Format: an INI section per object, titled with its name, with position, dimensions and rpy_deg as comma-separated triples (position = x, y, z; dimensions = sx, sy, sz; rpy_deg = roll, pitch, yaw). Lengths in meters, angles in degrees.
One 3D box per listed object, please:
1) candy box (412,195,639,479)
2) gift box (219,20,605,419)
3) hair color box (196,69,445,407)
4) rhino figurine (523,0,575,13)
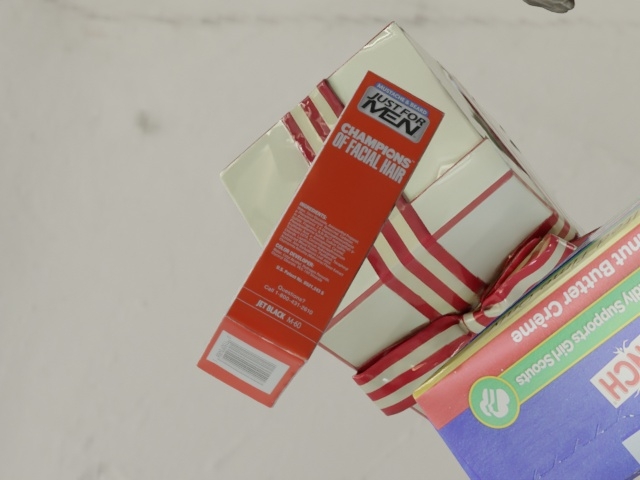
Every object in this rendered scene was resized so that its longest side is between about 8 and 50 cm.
[candy box]
position = 0.233, 0.015, 1.127
dimensions = 0.122, 0.268, 0.317
rpy_deg = 52, -149, 3
[gift box]
position = 0.110, -0.002, 1.719
dimensions = 0.276, 0.255, 0.258
rpy_deg = 31, -159, -46
[hair color box]
position = 0.000, 0.000, 1.040
dimensions = 0.053, 0.093, 0.167
rpy_deg = 29, -114, -1
[rhino figurine]
position = 0.189, -0.131, 0.851
dimensions = 0.243, 0.106, 0.073
rpy_deg = 16, 179, -28
